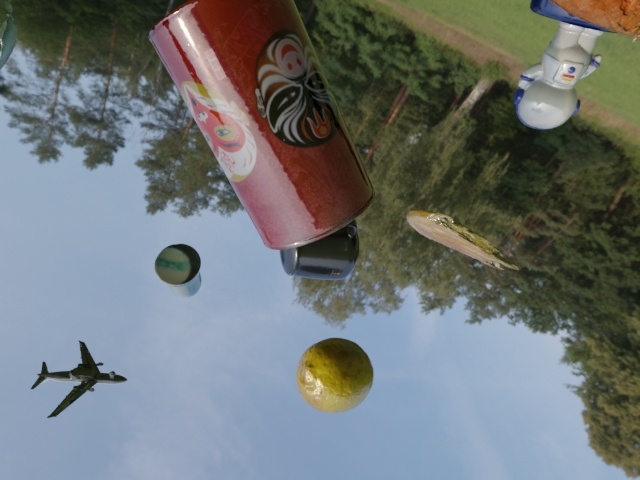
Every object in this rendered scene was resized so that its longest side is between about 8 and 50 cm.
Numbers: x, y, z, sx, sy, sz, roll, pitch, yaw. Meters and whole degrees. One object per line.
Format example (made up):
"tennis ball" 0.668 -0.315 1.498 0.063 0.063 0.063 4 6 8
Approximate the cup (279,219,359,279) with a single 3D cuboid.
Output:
"cup" 0.000 0.000 0.993 0.176 0.223 0.169 2 -116 -18

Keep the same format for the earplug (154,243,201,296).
"earplug" -0.605 0.162 1.856 0.185 0.324 0.185 3 -115 -6

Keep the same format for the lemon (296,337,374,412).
"lemon" 0.032 0.313 0.973 0.207 0.170 0.170 9 -146 -48

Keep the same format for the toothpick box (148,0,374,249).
"toothpick box" -0.072 -0.177 0.621 0.333 0.204 0.204 64 -159 -21

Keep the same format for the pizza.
"pizza" 0.304 -0.005 0.906 0.262 0.034 0.181 29 176 20

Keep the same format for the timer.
"timer" 0.576 -0.445 0.965 0.270 0.383 0.270 7 -143 -5

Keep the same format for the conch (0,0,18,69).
"conch" -0.478 -0.302 0.615 0.088 0.180 0.065 8 171 4

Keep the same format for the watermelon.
"watermelon" 0.329 -0.320 0.521 0.245 0.119 0.063 27 165 1

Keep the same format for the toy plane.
"toy plane" -0.637 0.364 1.109 0.226 0.058 0.226 1 -139 -8
